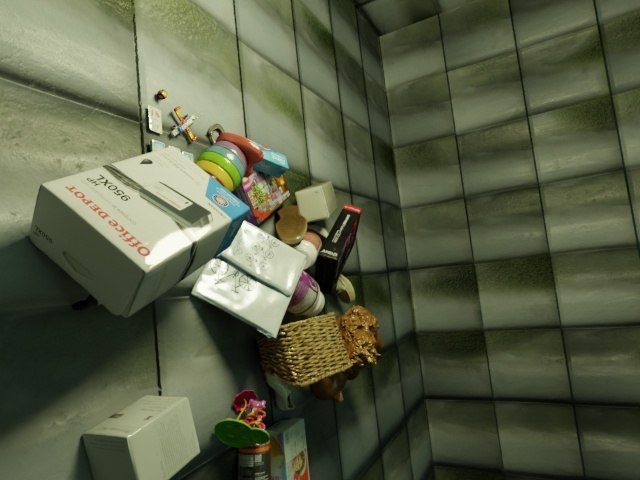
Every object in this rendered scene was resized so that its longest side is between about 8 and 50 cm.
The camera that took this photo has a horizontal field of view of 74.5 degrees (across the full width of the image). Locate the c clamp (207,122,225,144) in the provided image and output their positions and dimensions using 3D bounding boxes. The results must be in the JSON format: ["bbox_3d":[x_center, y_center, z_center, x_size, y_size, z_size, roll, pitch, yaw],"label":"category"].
[{"bbox_3d":[-0.357,-0.331,1.486,0.137,0.022,0.160,-44,121,-58],"label":"c clamp"}]

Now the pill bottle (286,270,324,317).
[{"bbox_3d":[-0.105,0.193,1.651,0.301,0.169,0.169,46,43,-49],"label":"pill bottle"}]

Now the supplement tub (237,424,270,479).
[{"bbox_3d":[-0.212,0.707,1.359,0.106,0.106,0.197,23,62,-59],"label":"supplement tub"}]

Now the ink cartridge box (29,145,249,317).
[{"bbox_3d":[-0.405,-0.045,1.009,0.285,0.166,0.395,39,32,3],"label":"ink cartridge box"}]

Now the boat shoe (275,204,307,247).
[{"bbox_3d":[-0.116,-0.034,1.676,0.342,0.123,0.123,-115,-163,-65],"label":"boat shoe"}]

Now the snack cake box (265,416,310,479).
[{"bbox_3d":[-0.119,0.801,1.528,0.152,0.089,0.264,7,76,-64],"label":"snack cake box"}]

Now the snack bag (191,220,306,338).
[{"bbox_3d":[-0.227,0.112,1.402,0.323,0.037,0.342,33,52,-14],"label":"snack bag"}]

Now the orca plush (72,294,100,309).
[{"bbox_3d":[-0.492,0.093,1.068,0.287,0.102,0.151,-35,158,-50],"label":"orca plush"}]

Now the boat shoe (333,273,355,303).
[{"bbox_3d":[0.069,0.209,2.061,0.302,0.109,0.098,60,39,-25],"label":"boat shoe"}]

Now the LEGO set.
[{"bbox_3d":[-0.440,-0.332,1.291,0.182,0.060,0.244,8,74,-66],"label":"LEGO set"}]

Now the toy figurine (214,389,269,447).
[{"bbox_3d":[-0.228,0.550,1.340,0.159,0.173,0.130,-75,164,-59],"label":"toy figurine"}]

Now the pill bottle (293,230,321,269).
[{"bbox_3d":[-0.067,0.044,1.771,0.216,0.121,0.121,-65,140,-71],"label":"pill bottle"}]

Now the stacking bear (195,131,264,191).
[{"bbox_3d":[-0.335,-0.195,1.341,0.164,0.175,0.289,36,57,-12],"label":"stacking bear"}]

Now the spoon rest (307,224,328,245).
[{"bbox_3d":[0.000,0.000,1.984,0.084,0.137,0.276,-65,156,-11],"label":"spoon rest"}]

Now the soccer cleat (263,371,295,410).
[{"bbox_3d":[-0.149,0.543,1.562,0.068,0.076,0.196,-43,119,-59],"label":"soccer cleat"}]

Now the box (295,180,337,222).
[{"bbox_3d":[-0.012,-0.180,1.913,0.311,0.121,0.147,-48,125,-76],"label":"box"}]

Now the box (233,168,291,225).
[{"bbox_3d":[-0.231,-0.207,1.651,0.293,0.057,0.200,-52,126,-55],"label":"box"}]

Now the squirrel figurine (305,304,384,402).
[{"bbox_3d":[0.093,0.484,1.782,0.370,0.281,0.397,-44,162,-37],"label":"squirrel figurine"}]

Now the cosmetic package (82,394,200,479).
[{"bbox_3d":[-0.414,0.477,0.989,0.184,0.151,0.151,-18,98,-64],"label":"cosmetic package"}]

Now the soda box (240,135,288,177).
[{"bbox_3d":[-0.225,-0.309,1.574,0.210,0.067,0.071,17,47,-40],"label":"soda box"}]

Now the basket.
[{"bbox_3d":[-0.070,0.417,1.554,0.299,0.214,0.222,-4,70,-48],"label":"basket"}]

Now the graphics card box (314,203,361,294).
[{"bbox_3d":[0.079,0.034,1.893,0.371,0.094,0.232,-59,164,-45],"label":"graphics card box"}]
